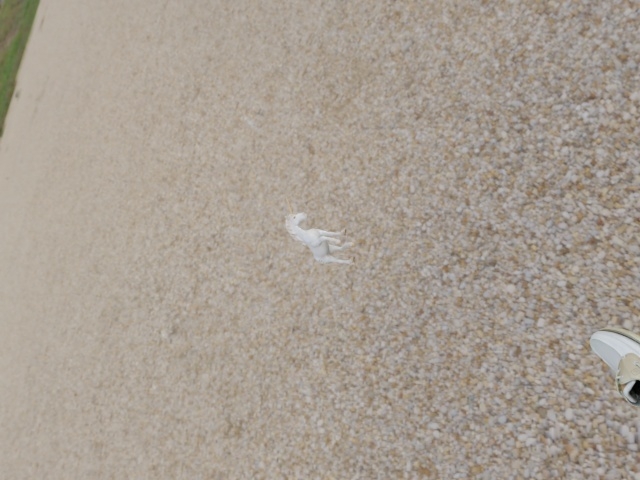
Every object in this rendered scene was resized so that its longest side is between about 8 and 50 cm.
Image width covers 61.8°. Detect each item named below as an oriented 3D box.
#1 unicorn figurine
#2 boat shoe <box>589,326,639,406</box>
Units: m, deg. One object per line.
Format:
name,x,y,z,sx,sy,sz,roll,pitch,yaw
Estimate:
unicorn figurine,0.000,0.000,0.983,0.111,0.162,0.060,0,40,27
boat shoe,0.662,0.283,1.103,0.103,0.113,0.302,-33,24,-5
